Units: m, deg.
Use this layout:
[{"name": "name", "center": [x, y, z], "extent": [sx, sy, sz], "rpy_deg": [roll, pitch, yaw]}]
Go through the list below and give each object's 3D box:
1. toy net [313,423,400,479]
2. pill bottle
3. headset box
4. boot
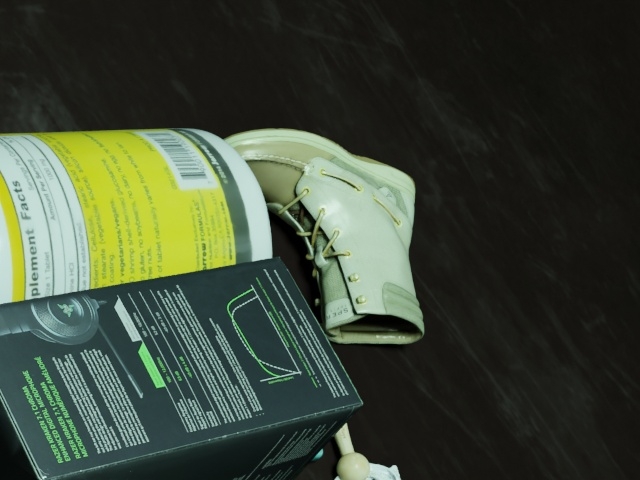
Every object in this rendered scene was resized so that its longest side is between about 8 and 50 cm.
[{"name": "toy net", "center": [0.000, 0.172, 1.524], "extent": [0.232, 0.045, 0.122], "rpy_deg": [45, 45, -6]}, {"name": "pill bottle", "center": [-0.216, 0.015, 1.355], "extent": [0.334, 0.188, 0.188], "rpy_deg": [-4, 66, -39]}, {"name": "headset box", "center": [-0.160, 0.148, 1.264], "extent": [0.283, 0.246, 0.131], "rpy_deg": [-10, 60, -40]}, {"name": "boot", "center": [0.000, 0.000, 1.612], "extent": [0.213, 0.077, 0.165], "rpy_deg": [16, 56, -33]}]
